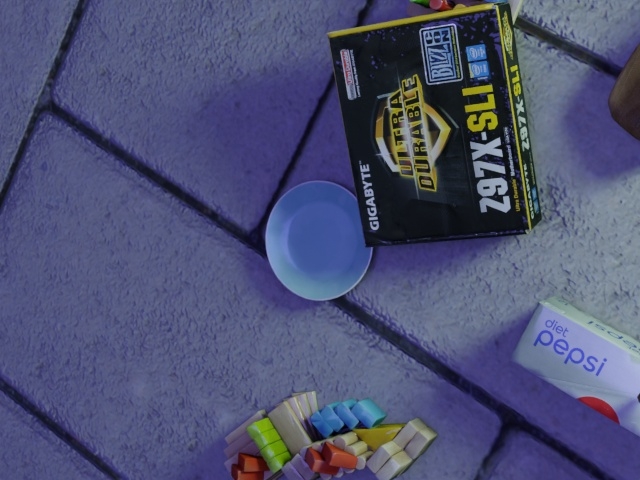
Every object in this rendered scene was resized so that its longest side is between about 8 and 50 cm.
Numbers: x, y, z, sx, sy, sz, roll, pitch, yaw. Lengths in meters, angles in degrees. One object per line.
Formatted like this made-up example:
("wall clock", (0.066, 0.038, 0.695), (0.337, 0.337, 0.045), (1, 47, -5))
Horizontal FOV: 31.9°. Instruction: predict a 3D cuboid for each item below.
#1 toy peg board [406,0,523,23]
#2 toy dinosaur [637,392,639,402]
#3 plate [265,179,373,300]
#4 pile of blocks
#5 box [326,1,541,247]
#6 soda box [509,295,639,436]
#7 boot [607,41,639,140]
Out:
("toy peg board", (0.208, -0.378, 1.596), (0.160, 0.079, 0.161), (26, 104, 24))
("toy dinosaur", (0.478, 0.255, 1.383), (0.211, 0.064, 0.112), (26, 110, 28))
("plate", (0.000, 0.000, 1.746), (0.188, 0.024, 0.188), (1, 93, 26))
("pile of blocks", (-0.010, 0.308, 1.714), (0.362, 0.112, 0.149), (-13, 86, 26))
("box", (0.163, -0.160, 1.596), (0.257, 0.079, 0.322), (-5, 102, 25))
("soda box", (0.408, 0.187, 1.511), (0.286, 0.091, 0.098), (31, 106, 22))
("boot", (0.482, -0.268, 1.453), (0.115, 0.112, 0.305), (38, 111, 28))
